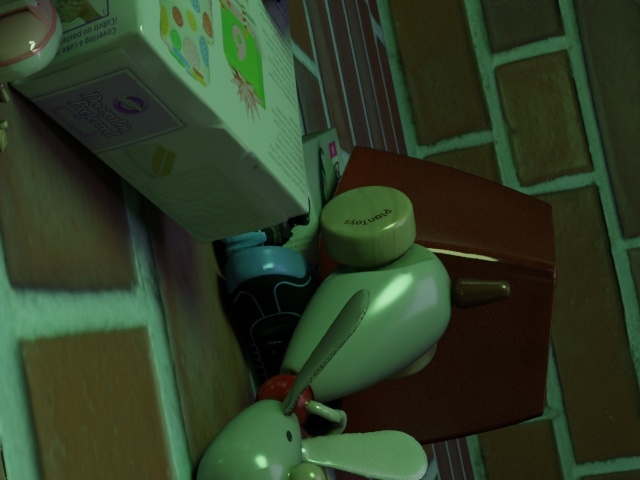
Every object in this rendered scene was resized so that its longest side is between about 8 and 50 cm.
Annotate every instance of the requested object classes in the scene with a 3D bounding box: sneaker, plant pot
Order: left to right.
[{"bbox_3d":[-0.171,-0.145,0.567,0.070,0.051,0.134,69,8,-46],"label":"sneaker"},{"bbox_3d":[-0.044,-0.028,0.998,0.188,0.078,0.067,-77,152,-70],"label":"sneaker"},{"bbox_3d":[-0.023,0.095,0.969,0.232,0.081,0.090,63,14,-53],"label":"sneaker"},{"bbox_3d":[0.134,0.066,1.189,0.267,0.236,0.267,-67,159,-63],"label":"plant pot"}]

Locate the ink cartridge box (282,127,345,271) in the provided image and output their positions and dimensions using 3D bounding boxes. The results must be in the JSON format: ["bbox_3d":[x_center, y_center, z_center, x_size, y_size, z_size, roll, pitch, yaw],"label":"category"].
[{"bbox_3d":[0.000,0.000,1.245,0.275,0.060,0.239,-47,123,-76],"label":"ink cartridge box"}]

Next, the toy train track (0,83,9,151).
[{"bbox_3d":[-0.174,-0.060,0.556,0.083,0.014,0.048,-85,159,-55],"label":"toy train track"}]

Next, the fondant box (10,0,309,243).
[{"bbox_3d":[-0.107,-0.197,0.764,0.238,0.096,0.330,46,32,-57],"label":"fondant box"}]

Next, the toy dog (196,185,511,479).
[{"bbox_3d":[0.047,0.100,0.858,0.220,0.161,0.333,59,42,-45],"label":"toy dog"}]

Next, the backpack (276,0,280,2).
[{"bbox_3d":[0.001,-0.241,0.815,0.120,0.101,0.098,-70,148,-65],"label":"backpack"}]
